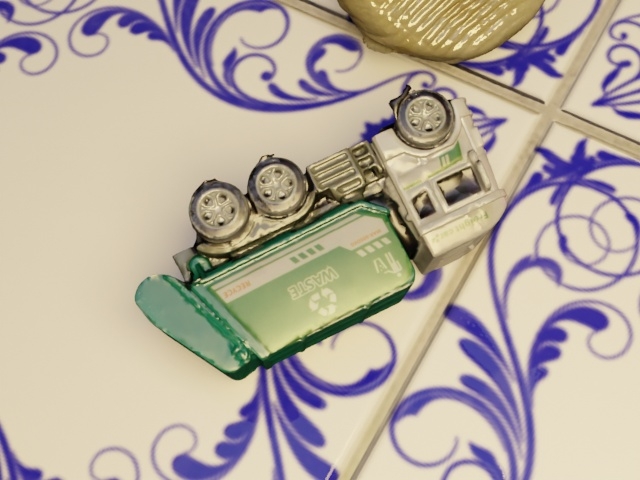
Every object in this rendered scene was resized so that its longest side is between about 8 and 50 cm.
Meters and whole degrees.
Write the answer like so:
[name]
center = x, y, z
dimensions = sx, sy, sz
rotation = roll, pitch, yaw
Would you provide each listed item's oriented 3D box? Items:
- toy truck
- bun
[toy truck]
center = 0.000, 0.000, 0.656
dimensions = 0.253, 0.114, 0.124
rotation = -24, 80, -6
[bun]
center = 0.088, -0.224, 0.738
dimensions = 0.173, 0.166, 0.113
rotation = -12, 23, -8
